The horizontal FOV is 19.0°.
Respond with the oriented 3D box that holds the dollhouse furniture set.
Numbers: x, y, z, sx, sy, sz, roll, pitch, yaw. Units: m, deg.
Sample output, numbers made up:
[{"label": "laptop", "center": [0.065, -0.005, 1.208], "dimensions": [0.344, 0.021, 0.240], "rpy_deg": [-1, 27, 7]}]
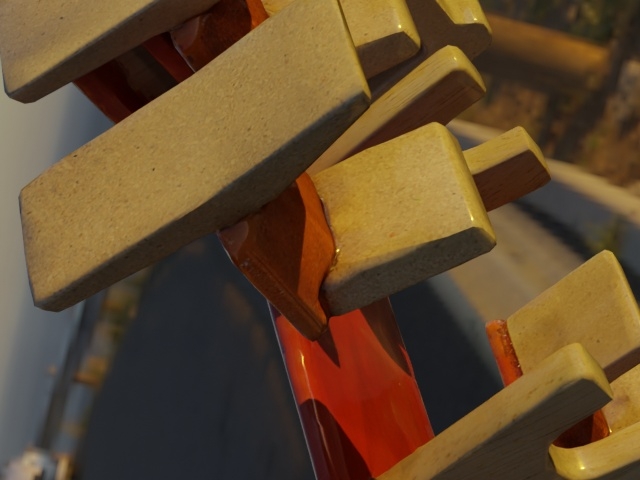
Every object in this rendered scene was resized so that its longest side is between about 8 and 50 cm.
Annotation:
[{"label": "dollhouse furniture set", "center": [0.000, 0.000, 0.573], "dimensions": [0.135, 0.262, 0.259], "rpy_deg": [-31, 43, 14]}]
